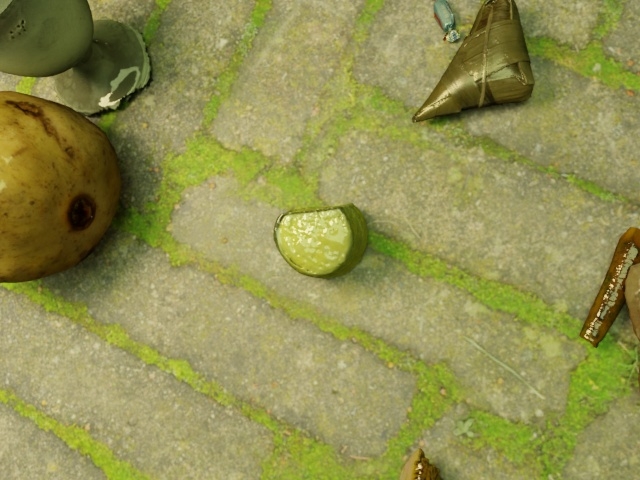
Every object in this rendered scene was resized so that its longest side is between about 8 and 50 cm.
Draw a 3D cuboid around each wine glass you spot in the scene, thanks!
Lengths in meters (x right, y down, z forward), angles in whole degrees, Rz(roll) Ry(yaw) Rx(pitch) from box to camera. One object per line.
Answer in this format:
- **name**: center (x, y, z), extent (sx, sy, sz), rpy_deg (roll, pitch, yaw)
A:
- **wine glass**: center (-0.392, -0.304, 0.916), extent (0.191, 0.357, 0.190), rpy_deg (-2, 82, 13)

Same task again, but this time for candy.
- **candy**: center (0.186, -0.337, 0.984), extent (0.030, 0.020, 0.083), rpy_deg (-22, 78, 5)

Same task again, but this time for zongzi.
- **zongzi**: center (0.210, -0.263, 0.946), extent (0.176, 0.078, 0.160), rpy_deg (-11, 74, 17)

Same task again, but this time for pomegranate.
- **pomegranate**: center (-0.430, -0.076, 0.940), extent (0.282, 0.281, 0.281), rpy_deg (-1, 82, 10)

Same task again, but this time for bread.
- **bread**: center (0.000, 0.000, 0.926), extent (0.129, 0.114, 0.111), rpy_deg (-11, 87, 12)

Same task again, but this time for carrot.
- **carrot**: center (0.397, 0.064, 0.880), extent (0.042, 0.042, 0.170), rpy_deg (27, 89, 13)

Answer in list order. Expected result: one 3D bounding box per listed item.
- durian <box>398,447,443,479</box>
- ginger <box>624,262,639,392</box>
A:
- **durian**: center (0.157, 0.454, 0.844), extent (0.196, 0.185, 0.305), rpy_deg (27, 79, -10)
- **ginger**: center (0.511, 0.175, 0.812), extent (0.333, 0.080, 0.166), rpy_deg (32, 84, 3)
